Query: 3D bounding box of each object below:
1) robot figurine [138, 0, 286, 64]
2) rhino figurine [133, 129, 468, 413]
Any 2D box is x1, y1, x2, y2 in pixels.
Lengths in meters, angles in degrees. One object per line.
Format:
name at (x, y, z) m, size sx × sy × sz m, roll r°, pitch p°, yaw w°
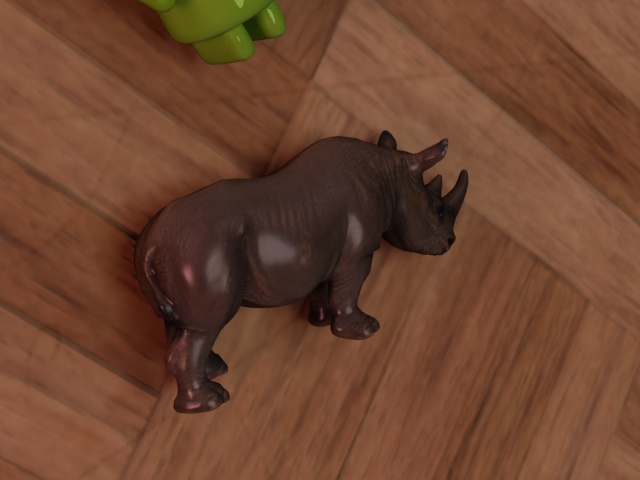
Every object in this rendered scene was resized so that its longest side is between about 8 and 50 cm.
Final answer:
robot figurine at (-0.063, -0.148, 0.829) m, size 0.101 × 0.067 × 0.115 m, roll -38°, pitch 113°, yaw -28°
rhino figurine at (0.000, 0.000, 0.880) m, size 0.243 × 0.073 × 0.106 m, roll -24°, pitch 108°, yaw -36°
